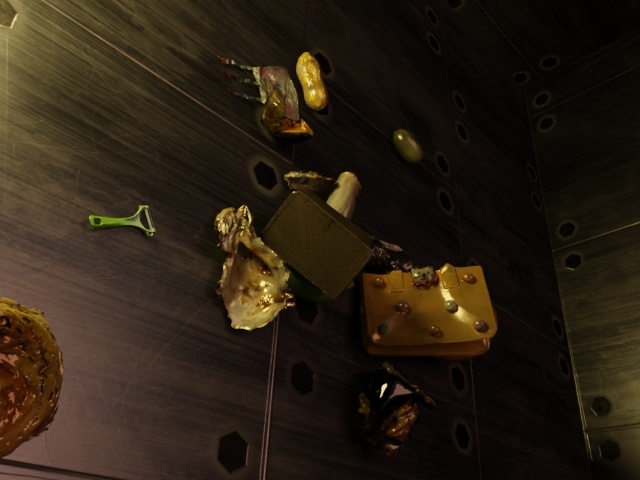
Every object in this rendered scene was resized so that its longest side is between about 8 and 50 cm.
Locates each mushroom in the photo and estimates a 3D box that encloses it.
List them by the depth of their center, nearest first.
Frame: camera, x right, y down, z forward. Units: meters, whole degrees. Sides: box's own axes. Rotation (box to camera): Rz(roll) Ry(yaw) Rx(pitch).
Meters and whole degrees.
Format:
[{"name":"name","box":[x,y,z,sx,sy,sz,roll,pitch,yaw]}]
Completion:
[{"name":"mushroom","box":[0.048,-0.099,1.854,0.351,0.095,0.123,-60,143,-54]}]

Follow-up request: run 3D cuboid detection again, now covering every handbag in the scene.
[{"name":"handbag","box":[0.324,0.208,1.861,0.133,0.400,0.283,84,5,-53]}]

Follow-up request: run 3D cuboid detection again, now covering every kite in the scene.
[{"name":"kite","box":[-0.189,-0.498,1.904,0.360,0.022,0.204,4,69,-53]}]

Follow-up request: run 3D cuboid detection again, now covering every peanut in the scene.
[{"name":"peanut","box":[-0.029,-0.549,2.067,0.087,0.087,0.207,-7,79,-51]}]

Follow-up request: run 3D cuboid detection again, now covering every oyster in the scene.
[{"name":"oyster","box":[-0.193,0.065,1.519,0.133,0.197,0.337,94,-29,-74]},{"name":"oyster","box":[-0.035,-0.189,1.860,0.177,0.105,0.056,-1,80,-25]}]

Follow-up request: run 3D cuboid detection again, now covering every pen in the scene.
[{"name":"pen","box":[0.228,0.016,2.118,0.218,0.026,0.026,17,59,-44]}]

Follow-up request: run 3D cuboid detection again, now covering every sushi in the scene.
[{"name":"sushi","box":[0.205,0.487,1.727,0.200,0.204,0.213,38,1,3]}]

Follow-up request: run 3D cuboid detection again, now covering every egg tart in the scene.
[{"name":"egg tart","box":[-0.571,0.228,0.998,0.297,0.132,0.297,10,78,-53]}]

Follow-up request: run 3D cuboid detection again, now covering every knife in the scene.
[{"name":"knife","box":[-0.450,-0.041,1.351,0.166,0.022,0.078,-7,70,-53]}]

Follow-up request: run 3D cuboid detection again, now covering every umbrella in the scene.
[{"name":"umbrella","box":[0.231,0.080,2.014,0.272,0.122,0.110,30,27,-26]}]

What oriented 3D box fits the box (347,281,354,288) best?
[{"name":"box","box":[0.055,0.115,1.815,0.079,0.035,0.083,-19,103,-23]}]

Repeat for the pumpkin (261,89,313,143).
[{"name":"pumpkin","box":[-0.116,-0.362,1.842,0.183,0.107,0.119,41,14,-31]}]

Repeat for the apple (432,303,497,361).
[{"name":"apple","box":[0.453,0.271,2.065,0.309,0.277,0.250,40,11,-37]}]

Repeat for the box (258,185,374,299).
[{"name":"box","box":[-0.003,0.001,1.634,0.273,0.184,0.143,38,15,1]}]

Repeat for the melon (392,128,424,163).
[{"name":"melon","box":[0.355,-0.382,2.422,0.162,0.099,0.099,50,40,-14]}]

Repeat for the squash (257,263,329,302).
[{"name":"squash","box":[-0.068,0.112,1.674,0.292,0.082,0.082,29,51,-38]}]
